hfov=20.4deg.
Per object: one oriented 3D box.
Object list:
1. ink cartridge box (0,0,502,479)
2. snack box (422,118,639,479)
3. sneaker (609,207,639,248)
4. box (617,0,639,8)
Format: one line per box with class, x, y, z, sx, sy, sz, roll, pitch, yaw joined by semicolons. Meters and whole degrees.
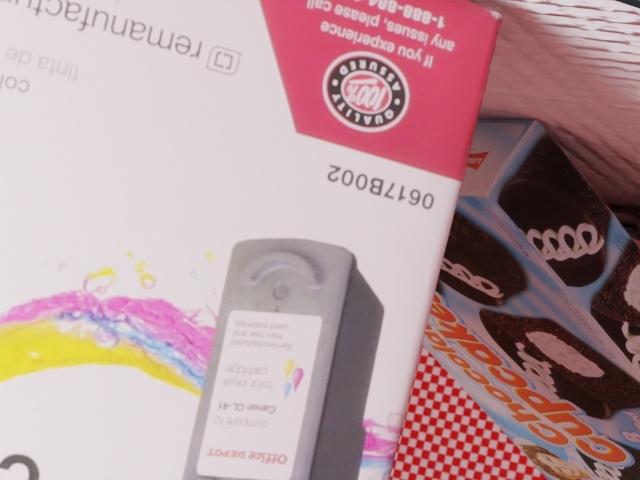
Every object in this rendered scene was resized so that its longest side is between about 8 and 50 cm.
ink cartridge box;-0.082;0.029;0.688;0.226;0.306;0.131;15;175;-22
snack box;0.133;0.051;1.057;0.187;0.060;0.322;6;146;52
sneaker;0.235;0.038;1.069;0.131;0.112;0.319;19;172;-32
box;0.164;-0.072;0.403;0.220;0.051;0.175;15;175;-19
